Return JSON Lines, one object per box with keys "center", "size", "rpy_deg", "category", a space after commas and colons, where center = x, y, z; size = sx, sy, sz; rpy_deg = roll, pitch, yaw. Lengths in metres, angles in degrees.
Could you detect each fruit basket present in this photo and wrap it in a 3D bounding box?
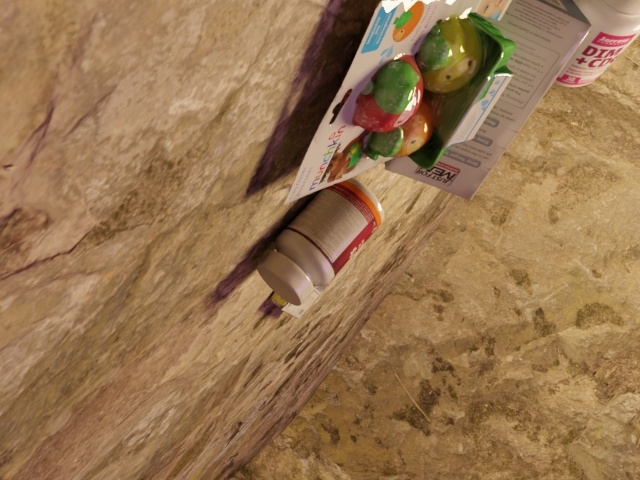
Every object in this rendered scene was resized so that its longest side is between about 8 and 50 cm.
{"center": [0.126, -0.204, 1.057], "size": [0.353, 0.165, 0.327], "rpy_deg": [-32, 158, -48], "category": "fruit basket"}

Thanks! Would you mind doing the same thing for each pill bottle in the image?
{"center": [0.508, -0.414, 1.352], "size": [0.160, 0.160, 0.283], "rpy_deg": [-48, 174, -16], "category": "pill bottle"}
{"center": [0.000, 0.000, 1.276], "size": [0.221, 0.121, 0.121], "rpy_deg": [-47, 167, -19], "category": "pill bottle"}

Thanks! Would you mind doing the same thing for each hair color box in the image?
{"center": [0.272, -0.265, 1.291], "size": [0.114, 0.185, 0.374], "rpy_deg": [-94, -153, -51], "category": "hair color box"}

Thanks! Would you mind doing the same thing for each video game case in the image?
{"center": [-0.013, 0.073, 1.622], "size": [0.210, 0.042, 0.232], "rpy_deg": [-51, 168, -3], "category": "video game case"}
